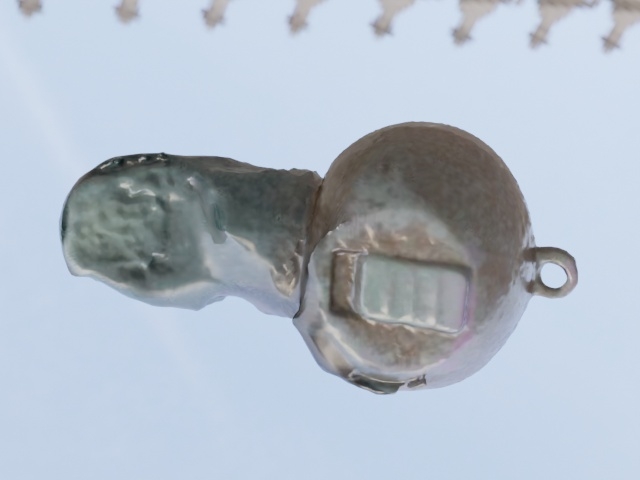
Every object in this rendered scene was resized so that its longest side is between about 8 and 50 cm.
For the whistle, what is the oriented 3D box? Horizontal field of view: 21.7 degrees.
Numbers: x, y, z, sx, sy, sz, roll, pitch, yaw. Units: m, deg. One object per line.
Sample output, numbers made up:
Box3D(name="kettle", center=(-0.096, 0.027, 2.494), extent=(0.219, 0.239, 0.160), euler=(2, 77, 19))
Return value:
Box3D(name="whistle", center=(0.000, 0.000, 1.128), extent=(0.348, 0.189, 0.189), euler=(7, -136, 9))
